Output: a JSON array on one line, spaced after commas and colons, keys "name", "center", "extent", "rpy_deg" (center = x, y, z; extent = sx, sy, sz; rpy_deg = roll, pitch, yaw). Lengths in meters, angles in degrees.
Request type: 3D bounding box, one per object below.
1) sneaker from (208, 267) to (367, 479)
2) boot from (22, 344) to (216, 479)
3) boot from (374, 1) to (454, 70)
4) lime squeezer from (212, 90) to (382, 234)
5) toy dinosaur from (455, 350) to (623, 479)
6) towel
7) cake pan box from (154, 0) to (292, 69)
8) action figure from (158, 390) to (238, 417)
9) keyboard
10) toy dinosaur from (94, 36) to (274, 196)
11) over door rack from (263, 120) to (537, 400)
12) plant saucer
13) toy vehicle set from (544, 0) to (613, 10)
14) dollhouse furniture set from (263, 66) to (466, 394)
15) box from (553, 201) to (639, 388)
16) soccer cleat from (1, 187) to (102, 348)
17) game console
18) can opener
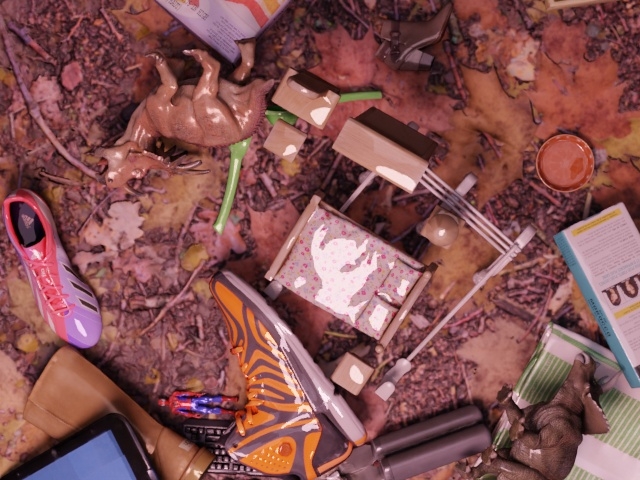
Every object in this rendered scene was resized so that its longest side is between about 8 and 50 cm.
[{"name": "sneaker", "center": [-0.093, 0.204, 1.782], "extent": [0.180, 0.124, 0.321], "rpy_deg": [-37, 87, -4]}, {"name": "boot", "center": [-0.310, 0.315, 1.823], "extent": [0.270, 0.089, 0.236], "rpy_deg": [33, 100, 7]}, {"name": "boot", "center": [0.131, -0.297, 1.821], "extent": [0.087, 0.042, 0.118], "rpy_deg": [21, 85, 8]}, {"name": "lime squeezer", "center": [-0.061, -0.148, 1.819], "extent": [0.310, 0.059, 0.110], "rpy_deg": [-40, 90, 1]}, {"name": "toy dinosaur", "center": [0.291, 0.296, 1.749], "extent": [0.160, 0.121, 0.313], "rpy_deg": [24, 102, -21]}, {"name": "towel", "center": [0.362, 0.311, 1.831], "extent": [0.248, 0.038, 0.324], "rpy_deg": [26, 91, 0]}, {"name": "cake pan box", "center": [-0.143, -0.421, 1.809], "extent": [0.267, 0.070, 0.245], "rpy_deg": [42, 89, 0]}, {"name": "action figure", "center": [-0.177, 0.237, 1.844], "extent": [0.115, 0.030, 0.038], "rpy_deg": [3, 96, 3]}, {"name": "keyboard", "center": [-0.113, 0.318, 1.846], "extent": [0.180, 0.023, 0.108], "rpy_deg": [4, 91, 2]}, {"name": "toy dinosaur", "center": [-0.165, -0.167, 1.749], "extent": [0.296, 0.127, 0.200], "rpy_deg": [-2, 104, 27]}, {"name": "over door rack", "center": [0.111, 0.023, 1.804], "extent": [0.239, 0.108, 0.324], "rpy_deg": [41, 105, 1]}, {"name": "plant saucer", "center": [0.351, -0.111, 1.833], "extent": [0.084, 0.013, 0.083], "rpy_deg": [0, 92, 1]}, {"name": "toy vehicle set", "center": [0.387, -0.472, 1.813], "extent": [0.166, 0.035, 0.266], "rpy_deg": [-7, 91, 1]}, {"name": "dollhouse furniture set", "center": [0.000, 0.000, 1.676], "extent": [0.303, 0.174, 0.355], "rpy_deg": [31, 105, 4]}, {"name": "box", "center": [0.431, 0.077, 1.793], "extent": [0.101, 0.060, 0.244], "rpy_deg": [-25, 84, -6]}, {"name": "soccer cleat", "center": [-0.386, 0.042, 1.808], "extent": [0.083, 0.095, 0.248], "rpy_deg": [-23, 90, 1]}, {"name": "game console", "center": [-0.341, 0.418, 1.723], "extent": [0.293, 0.250, 0.173], "rpy_deg": [-33, 114, 32]}, {"name": "can opener", "center": [0.108, 0.324, 1.829], "extent": [0.284, 0.076, 0.095], "rpy_deg": [-19, 135, -2]}]
